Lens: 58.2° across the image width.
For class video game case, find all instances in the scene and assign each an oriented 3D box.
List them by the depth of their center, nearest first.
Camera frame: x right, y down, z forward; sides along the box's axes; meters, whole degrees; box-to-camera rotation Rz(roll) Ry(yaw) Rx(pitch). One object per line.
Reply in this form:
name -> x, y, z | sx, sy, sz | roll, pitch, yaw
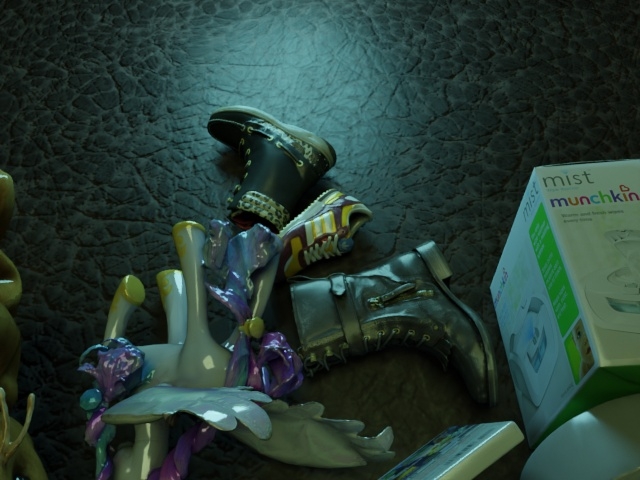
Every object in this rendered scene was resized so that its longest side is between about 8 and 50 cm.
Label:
video game case -> 0.092, 0.253, 0.590 | 0.201, 0.183, 0.023 | -31, 77, -16

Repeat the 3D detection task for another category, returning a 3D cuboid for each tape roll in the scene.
tape roll -> 0.309, 0.248, 0.548 | 0.219, 0.219, 0.072 | -9, 30, -2

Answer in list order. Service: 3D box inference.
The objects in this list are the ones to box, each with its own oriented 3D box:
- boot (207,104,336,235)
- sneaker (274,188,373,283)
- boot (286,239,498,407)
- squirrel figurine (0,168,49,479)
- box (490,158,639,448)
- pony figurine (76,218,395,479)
boot -> -0.115, -0.115, 0.918 | 0.236, 0.085, 0.178 | 22, 62, 17
sneaker -> 0.000, 0.000, 0.839 | 0.084, 0.069, 0.185 | 28, 63, 27
boot -> 0.083, 0.127, 0.746 | 0.229, 0.091, 0.263 | -20, 52, -3
squirrel figurine -> -0.398, 0.194, 0.589 | 0.281, 0.397, 0.370 | -21, 62, -45
box -> 0.297, 0.080, 0.645 | 0.127, 0.262, 0.231 | -5, 56, 1
pony figurine -> -0.130, 0.155, 0.652 | 0.351, 0.303, 0.363 | -20, 53, 30
